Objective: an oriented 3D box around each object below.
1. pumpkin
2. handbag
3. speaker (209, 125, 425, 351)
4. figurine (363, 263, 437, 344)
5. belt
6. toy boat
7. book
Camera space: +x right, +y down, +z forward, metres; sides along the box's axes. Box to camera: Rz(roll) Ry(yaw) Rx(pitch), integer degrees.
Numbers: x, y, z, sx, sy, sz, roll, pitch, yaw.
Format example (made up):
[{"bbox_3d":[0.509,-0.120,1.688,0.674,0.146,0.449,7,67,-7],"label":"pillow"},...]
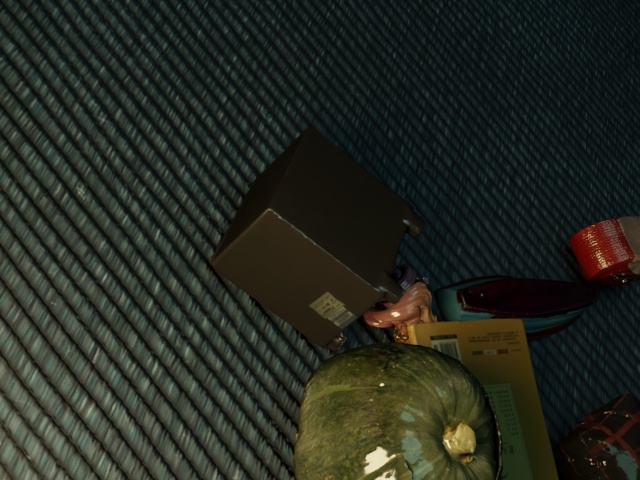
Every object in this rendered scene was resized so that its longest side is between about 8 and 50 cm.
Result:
[{"bbox_3d":[0.114,0.304,1.514,0.291,0.257,0.327,14,57,-38],"label":"pumpkin"},{"bbox_3d":[0.502,0.375,1.850,0.215,0.155,0.169,-25,74,-45],"label":"handbag"},{"bbox_3d":[0.000,0.000,1.697,0.254,0.184,0.232,37,41,-13],"label":"speaker"},{"bbox_3d":[0.140,0.124,1.773,0.126,0.114,0.157,-31,88,-7],"label":"figurine"},{"bbox_3d":[0.614,0.031,2.213,0.201,0.128,0.124,-3,63,-37],"label":"belt"},{"bbox_3d":[0.382,0.118,2.008,0.392,0.079,0.136,1,62,-36],"label":"toy boat"},{"bbox_3d":[0.276,0.318,1.741,0.269,0.032,0.389,3,71,-38],"label":"book"}]
